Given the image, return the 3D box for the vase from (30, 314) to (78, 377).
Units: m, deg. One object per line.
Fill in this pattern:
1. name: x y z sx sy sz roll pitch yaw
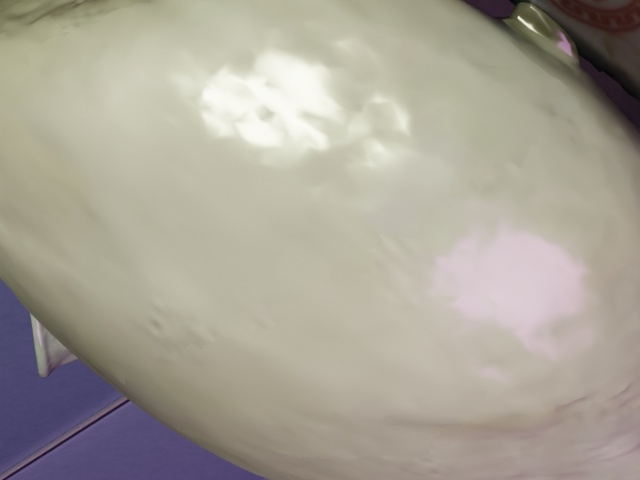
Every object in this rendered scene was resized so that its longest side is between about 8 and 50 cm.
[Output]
1. vase: 0.000 0.000 1.153 0.360 0.165 0.165 -9 157 -9

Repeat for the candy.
1. candy: -0.001 0.006 0.789 0.186 0.386 0.427 -57 142 -9

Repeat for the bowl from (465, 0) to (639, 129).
1. bowl: 0.097 -0.109 0.866 0.157 0.337 0.337 -54 162 -13
